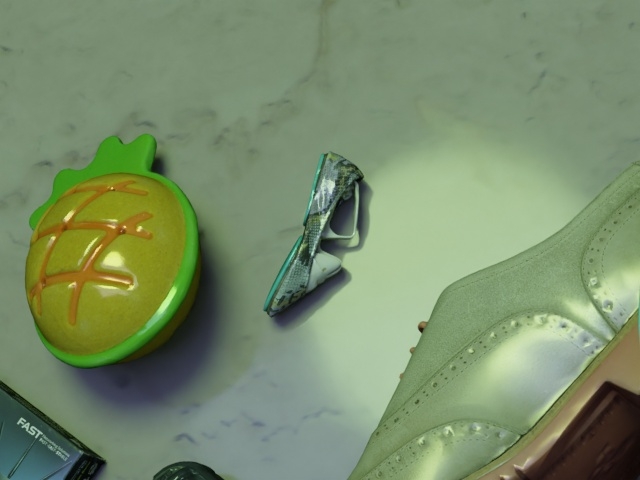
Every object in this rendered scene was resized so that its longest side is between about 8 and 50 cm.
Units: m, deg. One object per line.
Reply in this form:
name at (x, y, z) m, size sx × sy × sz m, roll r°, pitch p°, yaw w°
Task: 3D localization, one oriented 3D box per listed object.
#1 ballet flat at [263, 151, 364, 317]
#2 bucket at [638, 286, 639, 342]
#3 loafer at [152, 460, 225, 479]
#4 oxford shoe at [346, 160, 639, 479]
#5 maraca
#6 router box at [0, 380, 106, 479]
ballet flat at (0.000, 0.000, 0.843) m, size 0.041 × 0.041 × 0.114 m, roll 18°, pitch 80°, yaw 18°
bucket at (0.282, 0.043, 0.576) m, size 0.281 × 0.183 × 0.281 m, roll 0°, pitch 89°, yaw -3°
loafer at (-0.130, 0.229, 0.784) m, size 0.223 × 0.076 × 0.078 m, roll -44°, pitch 61°, yaw -6°
oxford shoe at (0.092, 0.114, 0.755) m, size 0.397 × 0.140 × 0.146 m, roll -38°, pitch 47°, yaw -2°
maraca at (-0.136, 0.003, 0.845) m, size 0.127 × 0.099 × 0.186 m, roll -31°, pitch 45°, yaw 9°
router box at (-0.214, 0.144, 0.850) m, size 0.122 × 0.038 × 0.092 m, roll 32°, pitch 83°, yaw 20°
